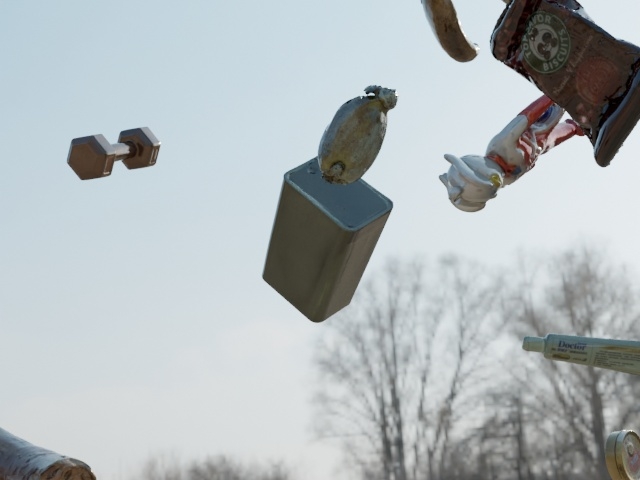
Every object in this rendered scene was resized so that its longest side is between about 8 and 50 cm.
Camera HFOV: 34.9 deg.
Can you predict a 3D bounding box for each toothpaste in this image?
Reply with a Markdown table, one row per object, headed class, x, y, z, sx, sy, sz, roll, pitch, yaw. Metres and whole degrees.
| class | x | y | z | sx | sy | sz | roll | pitch | yaw |
| --- | --- | --- | --- | --- | --- | --- | --- | --- | --- |
| toothpaste | 0.466 | 0.189 | 1.705 | 0.255 | 0.067 | 0.037 | 7 | 13 | 6 |

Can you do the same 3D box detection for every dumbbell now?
| class | x | y | z | sx | sy | sz | roll | pitch | yaw |
| --- | --- | --- | --- | --- | --- | --- | --- | --- | --- |
| dumbbell | -0.395 | -0.170 | 1.970 | 0.082 | 0.092 | 0.231 | 24 | 18 | 15 |

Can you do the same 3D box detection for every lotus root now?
| class | x | y | z | sx | sy | sz | roll | pitch | yaw |
| --- | --- | --- | --- | --- | --- | --- | --- | --- | --- |
| lotus root | 0.051 | -0.152 | 1.457 | 0.088 | 0.165 | 0.088 | 27 | 13 | -7 |

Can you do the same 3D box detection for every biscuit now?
| class | x | y | z | sx | sy | sz | roll | pitch | yaw |
| --- | --- | --- | --- | --- | --- | --- | --- | --- | --- |
| biscuit | 0.310 | -0.220 | 1.247 | 0.063 | 0.235 | 0.151 | -21 | -29 | -42 |

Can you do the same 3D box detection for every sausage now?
| class | x | y | z | sx | sy | sz | roll | pitch | yaw |
| --- | --- | --- | --- | --- | --- | --- | --- | --- | --- |
| sausage | -0.363 | 0.268 | 1.206 | 0.302 | 0.076 | 0.103 | 6 | -40 | 44 |

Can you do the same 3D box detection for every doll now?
| class | x | y | z | sx | sy | sz | roll | pitch | yaw |
| --- | --- | --- | --- | --- | --- | --- | --- | --- | --- |
| doll | 0.345 | -0.165 | 1.747 | 0.384 | 0.099 | 0.188 | -33 | -32 | -28 |

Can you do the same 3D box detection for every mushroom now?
| class | x | y | z | sx | sy | sz | roll | pitch | yaw |
| --- | --- | --- | --- | --- | --- | --- | --- | --- | --- |
| mushroom | 0.273 | -0.452 | 2.164 | 0.072 | 0.094 | 0.210 | -31 | -53 | 10 |

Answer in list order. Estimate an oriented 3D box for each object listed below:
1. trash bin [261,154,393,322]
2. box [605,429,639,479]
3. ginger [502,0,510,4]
| class | x | y | z | sx | sy | sz | roll | pitch | yaw |
| --- | --- | --- | --- | --- | --- | --- | --- | --- | --- |
| trash bin | 0.000 | 0.000 | 1.739 | 0.122 | 0.164 | 0.240 | -30 | -28 | -40 |
| box | 0.583 | 0.415 | 1.945 | 0.037 | 0.105 | 0.105 | -16 | -21 | 40 |
| ginger | 0.376 | -0.586 | 2.108 | 0.080 | 0.204 | 0.104 | -22 | -37 | 28 |
